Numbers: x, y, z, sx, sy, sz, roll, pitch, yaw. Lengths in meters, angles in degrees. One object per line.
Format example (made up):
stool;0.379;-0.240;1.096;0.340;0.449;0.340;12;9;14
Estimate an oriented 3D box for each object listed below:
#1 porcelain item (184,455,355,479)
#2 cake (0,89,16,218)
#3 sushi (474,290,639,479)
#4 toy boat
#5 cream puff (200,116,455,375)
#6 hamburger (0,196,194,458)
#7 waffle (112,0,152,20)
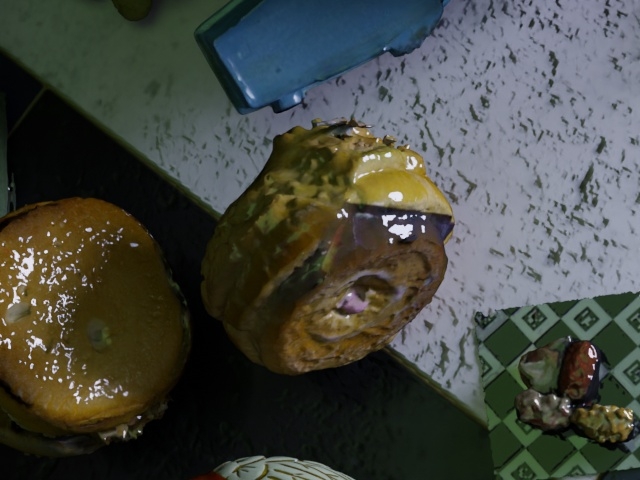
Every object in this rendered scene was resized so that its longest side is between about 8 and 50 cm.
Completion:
porcelain item;-0.055;0.253;1.047;0.253;0.253;0.253;-5;74;19
cake;-0.347;-0.004;1.264;0.172;0.158;0.284;-8;72;19
sushi;0.166;0.098;1.118;0.120;0.026;0.126;-10;72;18
toy boat;0.023;-0.185;1.220;0.238;0.098;0.109;-29;110;2
cream puff;0.000;0.000;1.125;0.189;0.189;0.129;-40;59;6
hamburger;-0.182;0.065;1.181;0.118;0.191;0.182;-33;57;56
waffle;-0.187;-0.342;1.288;0.312;0.060;0.307;34;119;18
